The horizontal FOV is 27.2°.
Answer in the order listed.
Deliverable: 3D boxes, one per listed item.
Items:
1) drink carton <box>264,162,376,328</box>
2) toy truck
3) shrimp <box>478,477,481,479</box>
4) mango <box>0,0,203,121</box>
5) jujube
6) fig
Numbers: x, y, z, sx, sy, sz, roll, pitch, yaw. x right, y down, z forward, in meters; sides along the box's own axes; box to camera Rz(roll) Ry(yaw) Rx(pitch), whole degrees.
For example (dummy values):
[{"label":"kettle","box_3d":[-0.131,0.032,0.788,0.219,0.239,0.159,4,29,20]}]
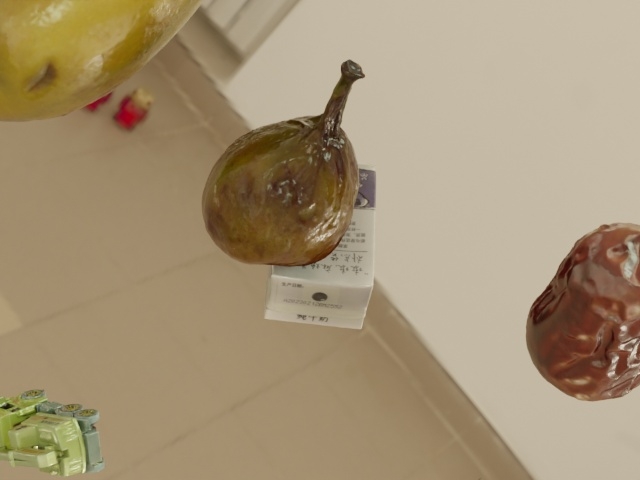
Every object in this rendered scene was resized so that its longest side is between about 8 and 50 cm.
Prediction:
[{"label":"drink carton","box_3d":[0.001,0.001,1.754,0.134,0.101,0.222,8,48,-5]},{"label":"toy truck","box_3d":[-0.331,0.232,1.551,0.100,0.169,0.077,-16,109,-43]},{"label":"shrimp","box_3d":[0.264,0.504,1.958,0.071,0.233,0.364,43,37,-32]},{"label":"mango","box_3d":[-0.276,-0.318,1.643,0.301,0.445,0.220,16,-38,59]},{"label":"jujube","box_3d":[0.314,0.079,1.459,0.155,0.230,0.155,3,57,-4]},{"label":"fig","box_3d":[-0.014,-0.074,1.559,0.191,0.290,0.190,15,64,-33]}]
